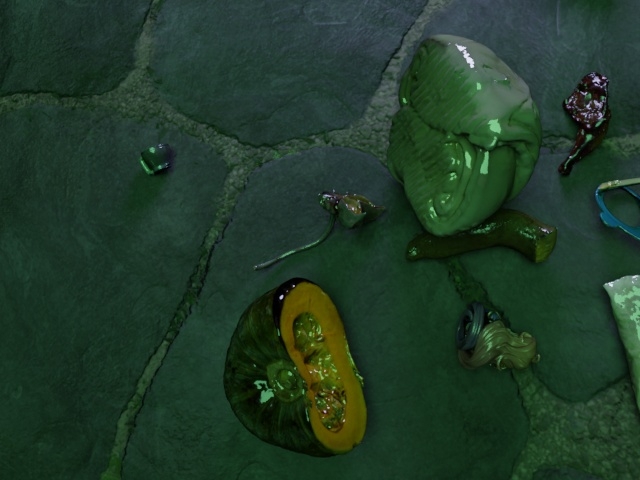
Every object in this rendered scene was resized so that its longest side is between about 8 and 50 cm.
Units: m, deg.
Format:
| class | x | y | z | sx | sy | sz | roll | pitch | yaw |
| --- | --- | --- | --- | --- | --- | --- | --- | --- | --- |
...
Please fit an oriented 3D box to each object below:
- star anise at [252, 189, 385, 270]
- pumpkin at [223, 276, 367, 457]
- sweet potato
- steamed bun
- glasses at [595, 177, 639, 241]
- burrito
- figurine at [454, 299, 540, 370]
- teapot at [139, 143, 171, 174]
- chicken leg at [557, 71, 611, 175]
| class | x | y | z | sx | sy | sz | roll | pitch | yaw |
| --- | --- | --- | --- | --- | --- | --- | --- | --- | --- |
| star anise | 0.000 | 0.000 | 1.152 | 0.218 | 0.148 | 0.228 | 16 | 115 | -17 |
| pumpkin | -0.058 | 0.247 | 1.084 | 0.232 | 0.242 | 0.325 | -22 | 80 | 39 |
| sweet potato | 0.302 | -0.002 | 1.080 | 0.285 | 0.085 | 0.112 | -7 | 84 | 13 |
| steamed bun | 0.278 | -0.192 | 1.023 | 0.219 | 0.310 | 0.324 | -4 | 39 | -23 |
| glasses | 0.635 | -0.077 | 0.990 | 0.239 | 0.102 | 0.207 | 37 | 118 | 15 |
| burrito | 0.601 | 0.250 | 0.973 | 0.117 | 0.076 | 0.393 | -15 | 78 | 10 |
| figurine | 0.319 | 0.193 | 1.032 | 0.157 | 0.114 | 0.126 | 34 | 124 | 11 |
| teapot | -0.377 | -0.182 | 1.288 | 0.087 | 0.066 | 0.057 | -18 | 94 | 32 |
| chicken leg | 0.511 | -0.226 | 1.087 | 0.093 | 0.053 | 0.205 | 1 | 73 | 37 |
